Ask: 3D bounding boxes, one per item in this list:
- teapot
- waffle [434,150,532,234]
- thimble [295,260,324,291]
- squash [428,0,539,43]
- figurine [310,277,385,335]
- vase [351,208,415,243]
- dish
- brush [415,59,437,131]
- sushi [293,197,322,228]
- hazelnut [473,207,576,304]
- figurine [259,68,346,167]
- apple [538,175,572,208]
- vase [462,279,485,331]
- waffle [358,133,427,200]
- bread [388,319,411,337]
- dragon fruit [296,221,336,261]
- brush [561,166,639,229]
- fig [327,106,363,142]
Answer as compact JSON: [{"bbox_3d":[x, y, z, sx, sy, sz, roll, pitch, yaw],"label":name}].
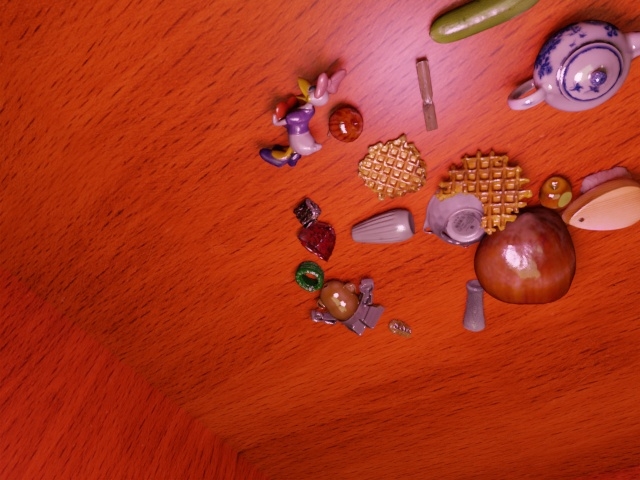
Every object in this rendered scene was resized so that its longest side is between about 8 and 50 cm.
[{"bbox_3d":[0.757,-0.493,1.277,0.424,0.280,0.252,-22,115,23],"label":"teapot"},{"bbox_3d":[0.578,-0.181,1.548,0.260,0.069,0.293,-49,65,7],"label":"waffle"},{"bbox_3d":[-0.044,0.158,1.945,0.118,0.090,0.130,-17,118,18],"label":"thimble"},{"bbox_3d":[0.508,-0.683,1.305,0.379,0.101,0.101,-19,117,18],"label":"squash"},{"bbox_3d":[0.116,0.285,1.956,0.285,0.167,0.342,39,100,-25],"label":"figurine"},{"bbox_3d":[0.243,-0.046,1.751,0.248,0.128,0.128,-11,120,27],"label":"vase"},{"bbox_3d":[0.541,-0.079,1.677,0.303,0.120,0.303,4,122,7],"label":"dish"},{"bbox_3d":[0.362,-0.488,1.497,0.043,0.036,0.248,-7,128,19],"label":"brush"},{"bbox_3d":[-0.051,-0.112,1.767,0.084,0.098,0.094,-40,99,24],"label":"sushi"},{"bbox_3d":[0.748,0.063,1.610,0.366,0.366,0.365,4,123,7],"label":"hazelnut"},{"bbox_3d":[-0.062,-0.408,1.517,0.193,0.154,0.421,37,132,14],"label":"figurine"},{"bbox_3d":[0.831,-0.172,1.573,0.114,0.099,0.102,-31,134,0],"label":"apple"},{"bbox_3d":[0.664,0.277,1.905,0.096,0.096,0.219,-2,119,11],"label":"vase"},{"bbox_3d":[0.267,-0.263,1.649,0.238,0.058,0.243,-25,113,27],"label":"waffle"},{"bbox_3d":[0.369,0.406,2.055,0.110,0.060,0.066,19,110,0],"label":"bread"},{"bbox_3d":[-0.001,-0.001,1.852,0.127,0.120,0.161,-47,142,-10],"label":"dragon fruit"},{"bbox_3d":[0.965,-0.136,1.534,0.267,0.166,0.174,-17,118,14],"label":"brush"},{"bbox_3d":[0.089,-0.402,1.558,0.128,0.150,0.128,0,89,-1],"label":"fig"}]
